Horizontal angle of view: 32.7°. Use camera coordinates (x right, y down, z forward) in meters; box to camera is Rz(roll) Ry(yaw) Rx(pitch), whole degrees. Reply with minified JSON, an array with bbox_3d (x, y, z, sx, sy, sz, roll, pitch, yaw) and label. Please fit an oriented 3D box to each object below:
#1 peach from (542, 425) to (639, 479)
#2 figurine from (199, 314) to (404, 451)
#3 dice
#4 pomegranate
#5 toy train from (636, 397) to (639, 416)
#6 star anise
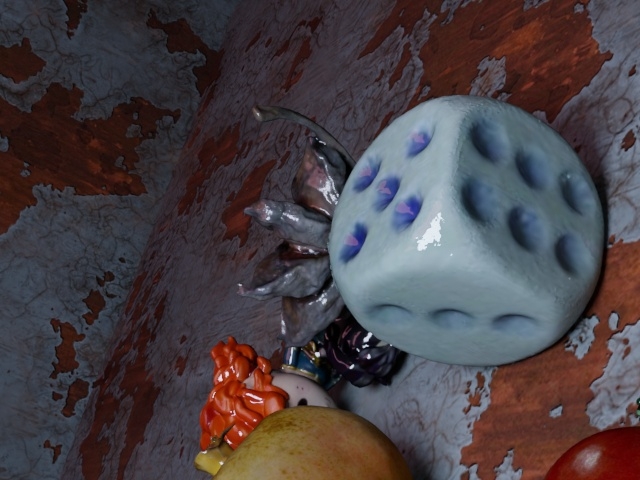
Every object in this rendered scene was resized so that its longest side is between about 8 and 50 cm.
[{"bbox_3d":[0.297,0.273,0.980,0.243,0.199,0.243,-38,29,26],"label":"peach"},{"bbox_3d":[-0.018,0.213,1.711,0.412,0.241,0.306,-47,45,-10],"label":"figurine"},{"bbox_3d":[0.189,-0.008,1.420,0.262,0.268,0.264,-30,38,49],"label":"dice"},{"bbox_3d":[-0.026,0.358,1.405,0.319,0.319,0.319,-46,28,34],"label":"pomegranate"},{"bbox_3d":[0.364,0.151,1.139,0.103,0.064,0.044,-65,25,-6],"label":"toy train"},{"bbox_3d":[0.000,0.000,1.543,0.139,0.359,0.316,8,82,41],"label":"star anise"}]
